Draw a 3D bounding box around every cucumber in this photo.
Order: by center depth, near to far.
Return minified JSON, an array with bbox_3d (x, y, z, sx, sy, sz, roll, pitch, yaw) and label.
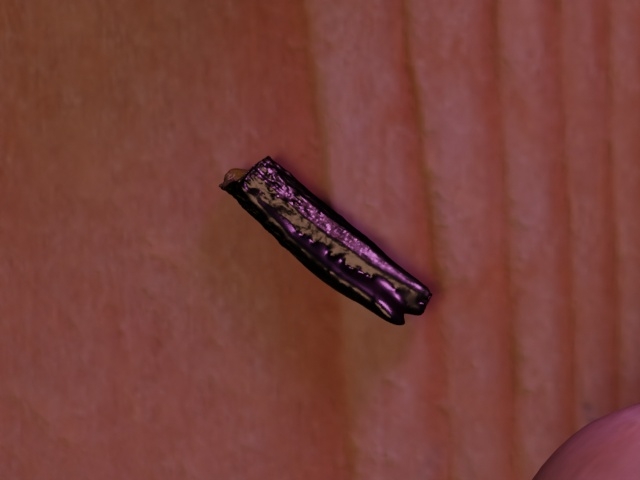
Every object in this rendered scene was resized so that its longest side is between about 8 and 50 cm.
[{"bbox_3d":[0.000,0.001,0.821,0.135,0.033,0.034,42,152,16],"label":"cucumber"}]

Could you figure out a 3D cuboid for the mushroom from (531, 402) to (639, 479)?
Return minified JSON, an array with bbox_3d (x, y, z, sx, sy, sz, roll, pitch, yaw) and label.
[{"bbox_3d":[0.225,0.172,0.630,0.290,0.297,0.297,-39,77,-10],"label":"mushroom"}]
